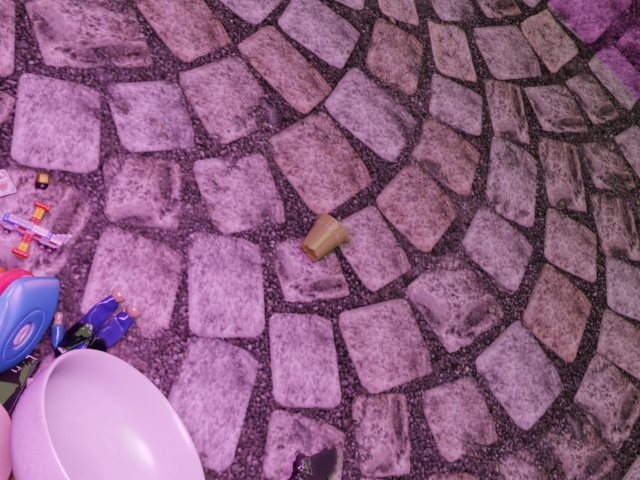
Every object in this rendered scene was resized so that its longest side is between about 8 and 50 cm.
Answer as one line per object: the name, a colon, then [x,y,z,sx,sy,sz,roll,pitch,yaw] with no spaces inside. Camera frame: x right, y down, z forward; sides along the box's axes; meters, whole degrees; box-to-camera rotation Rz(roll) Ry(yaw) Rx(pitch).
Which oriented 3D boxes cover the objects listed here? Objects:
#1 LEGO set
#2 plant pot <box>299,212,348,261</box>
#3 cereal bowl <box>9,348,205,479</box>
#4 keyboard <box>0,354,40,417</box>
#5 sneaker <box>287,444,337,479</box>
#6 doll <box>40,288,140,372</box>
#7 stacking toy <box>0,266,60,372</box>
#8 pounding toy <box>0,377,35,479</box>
LEGO set: [-0.544,-0.044,1.322,0.244,0.060,0.182,-24,78,-43]
plant pot: [0.000,0.000,1.628,0.083,0.083,0.079,46,66,-4]
cereal bowl: [-0.330,0.338,1.173,0.339,0.141,0.339,51,14,-18]
keyboard: [-0.596,0.138,1.233,0.317,0.033,0.201,31,57,-16]
sneaker: [-0.036,0.426,1.418,0.170,0.051,0.089,-1,68,-36]
doll: [-0.398,0.166,1.326,0.129,0.046,0.189,49,59,-13]
stacking toy: [-0.568,0.064,1.182,0.302,0.166,0.175,31,92,6]
pounding toy: [-0.534,0.303,1.150,0.237,0.110,0.183,0,80,-55]
